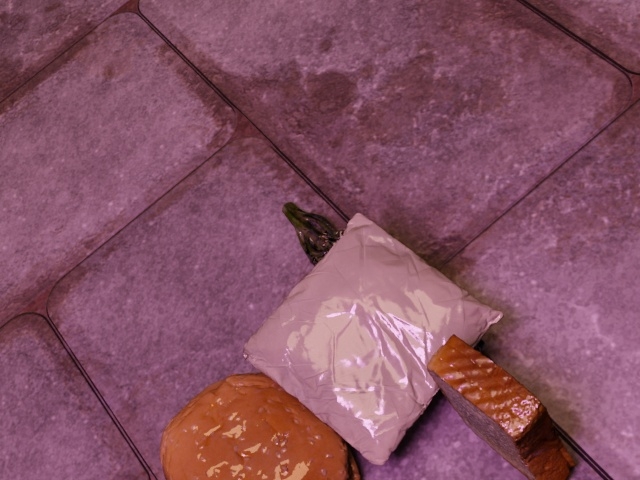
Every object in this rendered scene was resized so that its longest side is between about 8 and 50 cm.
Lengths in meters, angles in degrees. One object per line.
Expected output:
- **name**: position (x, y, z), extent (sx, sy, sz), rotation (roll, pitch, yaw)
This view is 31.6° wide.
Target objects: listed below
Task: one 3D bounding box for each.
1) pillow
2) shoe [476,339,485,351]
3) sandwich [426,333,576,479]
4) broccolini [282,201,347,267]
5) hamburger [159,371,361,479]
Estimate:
- **pillow**: position (0.067, 0.130, 1.610), extent (0.274, 0.076, 0.281), rotation (36, 79, 25)
- **shoe**: position (0.133, 0.159, 1.664), extent (0.207, 0.091, 0.106), rotation (-21, 48, 4)
- **sandwich**: position (0.239, 0.229, 1.498), extent (0.065, 0.215, 0.186), rotation (-46, 53, -8)
- **broccolini**: position (-0.014, -0.008, 1.852), extent (0.202, 0.068, 0.091), rotation (38, 97, 37)
- **hamburger**: position (-0.093, 0.321, 1.624), extent (0.259, 0.145, 0.283), rotation (-43, 51, -8)
